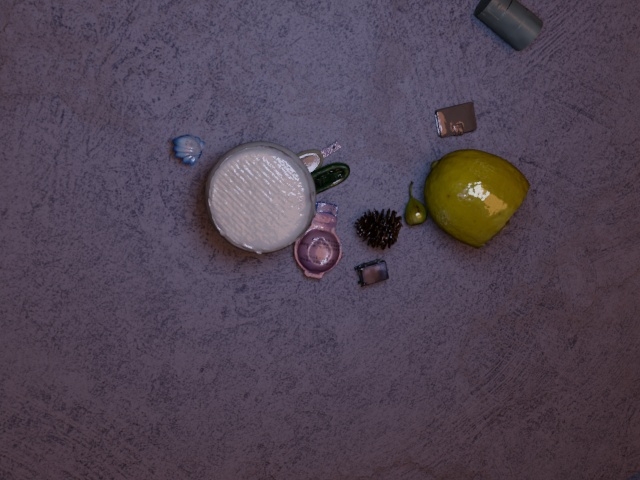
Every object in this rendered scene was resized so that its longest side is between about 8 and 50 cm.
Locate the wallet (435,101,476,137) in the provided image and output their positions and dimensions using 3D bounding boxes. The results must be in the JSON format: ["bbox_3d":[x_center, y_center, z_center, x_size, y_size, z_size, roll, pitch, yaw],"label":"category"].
[{"bbox_3d":[0.520,-0.460,1.756,0.153,0.039,0.118,-13,100,-6],"label":"wallet"}]

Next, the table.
[{"bbox_3d":[0.691,-0.817,1.683,0.220,0.126,0.126,30,93,-15],"label":"table"}]

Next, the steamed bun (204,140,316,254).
[{"bbox_3d":[-0.200,-0.148,1.547,0.374,0.241,0.374,-2,104,-7],"label":"steamed bun"}]

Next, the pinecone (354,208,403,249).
[{"bbox_3d":[0.210,-0.047,1.704,0.165,0.163,0.163,13,97,-4],"label":"pinecone"}]

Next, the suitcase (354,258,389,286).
[{"bbox_3d":[0.202,0.125,1.781,0.126,0.059,0.086,-15,105,-9],"label":"suitcase"}]

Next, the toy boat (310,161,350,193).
[{"bbox_3d":[0.014,-0.225,1.669,0.210,0.052,0.104,-24,133,-15],"label":"toy boat"}]

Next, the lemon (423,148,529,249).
[{"bbox_3d":[0.540,-0.175,1.666,0.364,0.364,0.364,-2,101,-12],"label":"lemon"}]

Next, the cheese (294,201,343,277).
[{"bbox_3d":[0.000,0.000,1.707,0.189,0.074,0.286,8,95,-14],"label":"cheese"}]

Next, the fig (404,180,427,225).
[{"bbox_3d":[0.374,-0.138,1.767,0.093,0.093,0.166,10,79,-14],"label":"fig"}]

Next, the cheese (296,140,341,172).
[{"bbox_3d":[-0.011,-0.305,1.668,0.192,0.037,0.097,-32,108,-6],"label":"cheese"}]

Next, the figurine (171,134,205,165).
[{"bbox_3d":[-0.456,-0.316,1.551,0.114,0.079,0.114,1,82,-10],"label":"figurine"}]
